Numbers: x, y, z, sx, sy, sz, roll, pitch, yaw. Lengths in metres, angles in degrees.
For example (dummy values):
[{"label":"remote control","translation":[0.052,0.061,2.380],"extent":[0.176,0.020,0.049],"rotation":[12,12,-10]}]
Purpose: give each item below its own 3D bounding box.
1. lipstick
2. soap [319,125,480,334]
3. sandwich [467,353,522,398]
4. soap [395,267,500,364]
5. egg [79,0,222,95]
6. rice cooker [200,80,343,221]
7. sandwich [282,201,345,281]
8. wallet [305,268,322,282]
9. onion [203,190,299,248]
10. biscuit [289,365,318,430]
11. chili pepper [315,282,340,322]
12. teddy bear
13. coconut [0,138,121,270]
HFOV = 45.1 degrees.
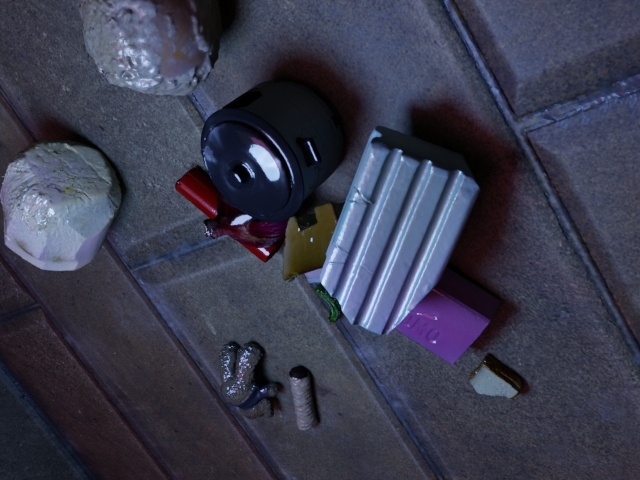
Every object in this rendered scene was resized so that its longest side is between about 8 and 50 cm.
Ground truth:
[{"label":"lipstick","translation":[-0.214,-0.059,1.795],"extent":[0.280,0.073,0.073],"rotation":[40,139,5]},{"label":"soap","translation":[0.133,-0.007,1.396],"extent":[0.208,0.115,0.346],"rotation":[19,113,-1]},{"label":"sandwich","translation":[0.371,0.299,1.630],"extent":[0.105,0.036,0.093],"rotation":[33,137,12]},{"label":"soap","translation":[0.210,0.125,1.567],"extent":[0.259,0.081,0.181],"rotation":[33,138,5]},{"label":"egg","translation":[-0.320,-0.417,1.448],"extent":[0.279,0.279,0.310],"rotation":[-35,85,49]},{"label":"rice cooker","translation":[-0.098,-0.171,1.485],"extent":[0.281,0.227,0.241],"rotation":[-1,122,41]},{"label":"sandwich","translation":[0.000,0.000,1.600],"extent":[0.236,0.122,0.128],"rotation":[-20,87,43]},{"label":"wallet","translation":[0.036,0.036,1.699],"extent":[0.232,0.025,0.119],"rotation":[-7,119,43]},{"label":"onion","translation":[-0.155,-0.049,1.638],"extent":[0.195,0.218,0.139],"rotation":[31,143,33]},{"label":"biscuit","translation":[-0.045,0.427,2.068],"extent":[0.055,0.061,0.219],"rotation":[-111,13,-54]},{"label":"chili pepper","translation":[0.027,0.148,1.796],"extent":[0.055,0.035,0.117],"rotation":[20,145,44]},{"label":"teddy bear","translation":[-0.215,0.402,2.129],"extent":[0.182,0.129,0.251],"rotation":[2,123,41]},{"label":"coconut","translation":[-0.688,-0.081,2.011],"extent":[0.297,0.297,0.309],"rotation":[42,136,4]}]
